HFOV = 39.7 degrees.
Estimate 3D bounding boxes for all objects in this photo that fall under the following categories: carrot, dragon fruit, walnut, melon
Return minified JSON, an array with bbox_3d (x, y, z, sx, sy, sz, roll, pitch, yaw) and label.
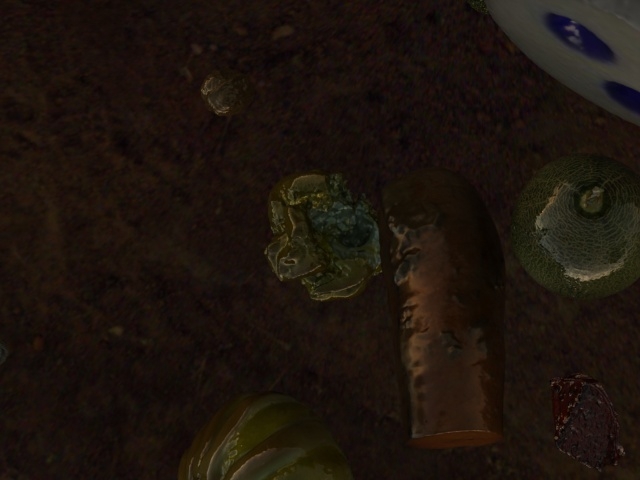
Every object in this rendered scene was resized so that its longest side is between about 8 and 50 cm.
[{"bbox_3d":[0.132,0.063,0.923,0.139,0.301,0.138,-4,153,-2],"label":"carrot"},{"bbox_3d":[0.330,0.224,1.098,0.131,0.063,0.097,34,86,-29],"label":"dragon fruit"},{"bbox_3d":[-0.157,-0.251,1.495,0.079,0.096,0.082,50,129,11],"label":"walnut"},{"bbox_3d":[0.251,-0.013,0.843,0.139,0.192,0.139,-3,74,11],"label":"melon"}]

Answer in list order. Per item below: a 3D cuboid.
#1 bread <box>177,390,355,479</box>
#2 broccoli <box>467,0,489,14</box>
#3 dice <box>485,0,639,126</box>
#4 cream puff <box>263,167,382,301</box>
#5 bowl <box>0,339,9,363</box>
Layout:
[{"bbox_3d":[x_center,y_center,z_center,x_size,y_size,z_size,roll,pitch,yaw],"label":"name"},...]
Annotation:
[{"bbox_3d":[-0.035,0.139,0.542,0.083,0.157,0.094,8,97,-35],"label":"bread"},{"bbox_3d":[0.280,-0.392,1.307,0.131,0.120,0.130,22,95,28],"label":"broccoli"},{"bbox_3d":[0.297,-0.249,0.731,0.251,0.243,0.259,30,92,-40],"label":"dice"},{"bbox_3d":[-0.003,0.001,1.418,0.221,0.194,0.195,42,112,-11],"label":"cream puff"},{"bbox_3d":[-0.448,0.073,0.769,0.314,0.313,0.146,-23,75,18],"label":"bowl"}]
